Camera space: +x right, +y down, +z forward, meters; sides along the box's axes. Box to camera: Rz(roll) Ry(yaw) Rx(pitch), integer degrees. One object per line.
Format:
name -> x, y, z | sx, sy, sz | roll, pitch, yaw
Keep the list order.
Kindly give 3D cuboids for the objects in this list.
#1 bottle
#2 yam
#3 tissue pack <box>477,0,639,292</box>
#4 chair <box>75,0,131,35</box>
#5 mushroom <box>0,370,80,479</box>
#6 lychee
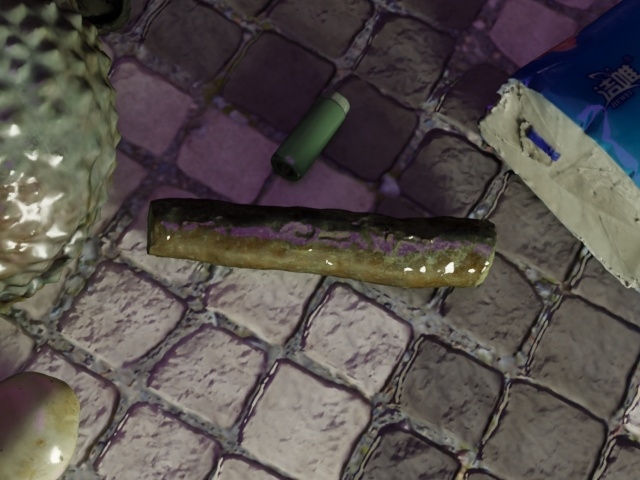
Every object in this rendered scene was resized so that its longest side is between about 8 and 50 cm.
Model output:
bottle -> -0.007, -0.087, 1.071 | 0.030, 0.030, 0.083 | 33, 65, 7
yam -> 0.000, 0.000, 1.020 | 0.274, 0.061, 0.061 | 5, 66, -5
tissue pack -> 0.296, -0.117, 1.069 | 0.269, 0.137, 0.209 | -36, 74, -20
chair -> -0.149, -0.386, 1.076 | 0.226, 0.226, 0.401 | 29, 65, 5
mushroom -> -0.205, 0.135, 0.925 | 0.067, 0.083, 0.084 | 17, 56, -48
lychee -> -0.254, -0.079, 0.916 | 0.255, 0.255, 0.274 | 26, 36, 4
